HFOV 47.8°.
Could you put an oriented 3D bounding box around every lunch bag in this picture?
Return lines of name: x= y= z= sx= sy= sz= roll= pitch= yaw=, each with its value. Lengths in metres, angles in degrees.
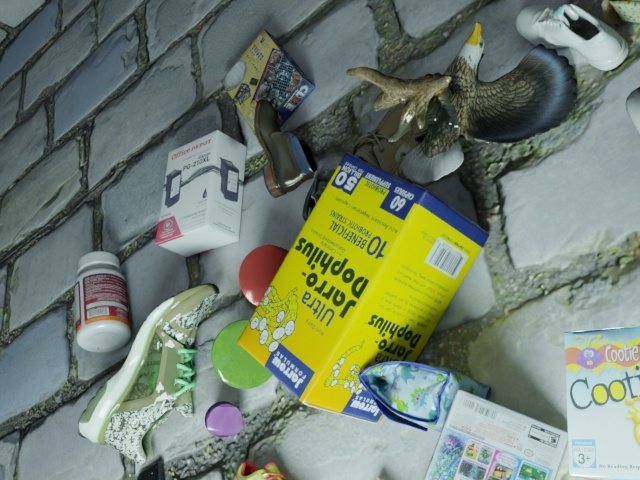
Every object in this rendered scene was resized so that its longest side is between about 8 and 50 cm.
lunch bag: x=0.146 y=0.225 z=1.050 sx=0.151 sy=0.129 sz=0.096 roll=10 pitch=77 yaw=44

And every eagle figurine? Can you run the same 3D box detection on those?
eagle figurine: x=0.231 y=-0.224 z=1.121 sx=0.225 sy=0.298 sz=0.226 roll=-47 pitch=62 yaw=36

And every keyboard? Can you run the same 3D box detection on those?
keyboard: x=-0.315 y=0.525 z=1.400 sx=0.108 sy=0.023 sz=0.180 roll=-37 pitch=50 yaw=32

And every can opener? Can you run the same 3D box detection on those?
can opener: x=0.000 y=0.000 z=1.350 sx=0.095 sy=0.076 sz=0.283 roll=141 pitch=141 yaw=-67

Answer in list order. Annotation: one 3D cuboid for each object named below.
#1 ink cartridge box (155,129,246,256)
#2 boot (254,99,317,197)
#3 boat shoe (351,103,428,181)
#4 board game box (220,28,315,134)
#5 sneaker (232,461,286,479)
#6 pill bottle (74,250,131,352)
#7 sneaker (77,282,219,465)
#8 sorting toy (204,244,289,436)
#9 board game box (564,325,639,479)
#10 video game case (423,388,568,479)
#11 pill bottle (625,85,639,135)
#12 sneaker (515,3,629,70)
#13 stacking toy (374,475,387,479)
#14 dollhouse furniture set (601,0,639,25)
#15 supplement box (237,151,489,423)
ink cartridge box: x=-0.262 y=-0.102 z=1.598 sx=0.172 sy=0.100 sz=0.237 roll=-16 pitch=60 yaw=36
boot: x=-0.069 y=-0.204 z=1.490 sx=0.106 sy=0.082 sz=0.219 roll=-18 pitch=74 yaw=24
boat shoe: x=0.109 y=-0.144 z=1.284 sx=0.109 sy=0.098 sz=0.302 roll=25 pitch=88 yaw=46
board game box: x=-0.125 y=-0.355 z=1.639 sx=0.165 sy=0.042 sz=0.243 roll=-46 pitch=46 yaw=16
sneaker: x=-0.082 y=0.419 z=1.197 sx=0.209 sy=0.081 sz=0.094 roll=1 pitch=69 yaw=43
pill bottle: x=-0.514 y=0.141 z=1.694 sx=0.121 sy=0.121 sz=0.221 roll=-36 pitch=50 yaw=24
sneaker: x=-0.302 y=0.276 z=1.462 sx=0.182 sy=0.158 sz=0.410 roll=35 pitch=93 yaw=15
sorting toy: x=-0.146 y=0.187 z=1.377 sx=0.126 sy=0.127 sz=0.365 roll=172 pitch=116 yaw=-72
board game box: x=0.377 y=0.190 z=0.752 sx=0.144 sy=0.275 sz=0.142 roll=-12 pitch=62 yaw=38
video game case: x=0.230 y=0.291 z=0.950 sx=0.157 sy=0.019 sz=0.143 roll=21 pitch=84 yaw=2
pill bottle: x=0.561 y=-0.175 z=0.811 sx=0.363 sy=0.210 sz=0.210 roll=-32 pitch=51 yaw=26
sneaker: x=0.383 y=-0.343 z=1.136 sx=0.080 sy=0.094 sz=0.212 roll=-56 pitch=44 yaw=8
stacking toy: x=0.123 y=0.502 z=0.990 sx=0.308 sy=0.130 sz=0.279 roll=-62 pitch=18 yaw=-4
dollhouse furniture set: x=0.483 y=-0.372 z=1.011 sx=0.182 sy=0.161 sz=0.101 roll=26 pitch=88 yaw=47
supplement box: x=0.066 y=0.077 z=1.147 sx=0.194 sy=0.195 sz=0.356 roll=32 pitch=93 yaw=46
